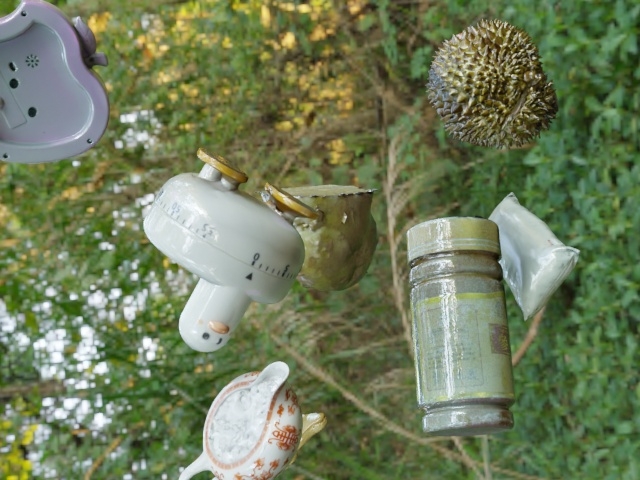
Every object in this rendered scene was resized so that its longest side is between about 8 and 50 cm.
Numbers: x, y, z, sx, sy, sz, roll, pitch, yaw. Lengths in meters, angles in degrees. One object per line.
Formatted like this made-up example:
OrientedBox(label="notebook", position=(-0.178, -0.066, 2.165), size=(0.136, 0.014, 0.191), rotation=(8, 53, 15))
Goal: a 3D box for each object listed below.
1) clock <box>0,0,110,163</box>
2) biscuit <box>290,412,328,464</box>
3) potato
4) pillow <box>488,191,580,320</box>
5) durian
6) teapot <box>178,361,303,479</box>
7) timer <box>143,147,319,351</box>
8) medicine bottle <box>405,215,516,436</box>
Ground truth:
OrientedBox(label="clock", position=(-0.593, -0.321, 1.863), size=(0.102, 0.338, 0.339), rotation=(-134, 36, -66))
OrientedBox(label="biscuit", position=(-0.085, 0.444, 1.886), size=(0.035, 0.240, 0.158), rotation=(51, 148, -4))
OrientedBox(label="potato", position=(0.000, 0.000, 2.048), size=(0.301, 0.288, 0.237), rotation=(-162, 69, -68))
OrientedBox(label="pillow", position=(0.341, 0.023, 1.548), size=(0.144, 0.078, 0.254), rotation=(-62, 24, 17))
OrientedBox(label="durian", position=(0.439, -0.392, 2.308), size=(0.384, 0.347, 0.348), rotation=(175, 90, -69))
OrientedBox(label="teapot", position=(-0.102, 0.270, 1.242), size=(0.159, 0.245, 0.116), rotation=(45, -172, 35))
OrientedBox(label="timer", position=(-0.143, 0.018, 1.267), size=(0.240, 0.233, 0.233), rotation=(-60, 4, 5))
OrientedBox(label="medicine bottle", position=(0.218, 0.137, 1.406), size=(0.151, 0.151, 0.323), rotation=(87, -179, -72))
